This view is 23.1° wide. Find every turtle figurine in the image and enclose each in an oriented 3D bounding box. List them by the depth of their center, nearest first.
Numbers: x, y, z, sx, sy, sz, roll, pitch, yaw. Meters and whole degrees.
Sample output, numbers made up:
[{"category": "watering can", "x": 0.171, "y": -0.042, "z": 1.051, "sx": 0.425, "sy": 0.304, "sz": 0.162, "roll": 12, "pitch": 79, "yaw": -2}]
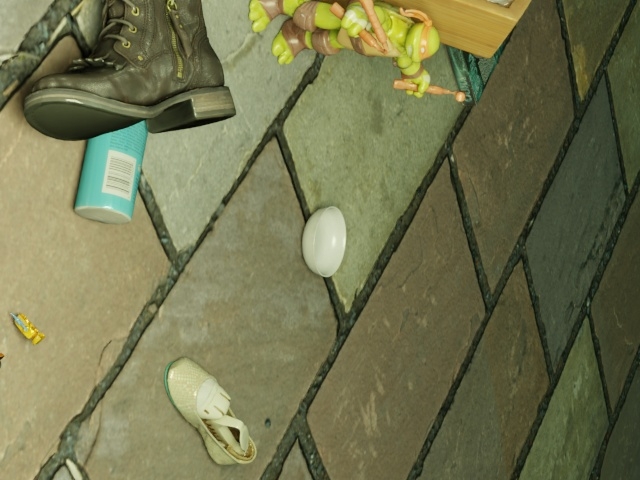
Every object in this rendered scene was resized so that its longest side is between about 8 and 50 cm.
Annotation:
[{"category": "turtle figurine", "x": 0.037, "y": -0.226, "z": 1.648, "sx": 0.269, "sy": 0.217, "sz": 0.087, "roll": 28, "pitch": 77, "yaw": -61}]

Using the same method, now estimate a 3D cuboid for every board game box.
[{"category": "board game box", "x": 0.207, "y": -0.297, "z": 2.175, "sx": 0.126, "sy": 0.026, "sz": 0.186, "roll": -62, "pitch": 146, "yaw": -35}]

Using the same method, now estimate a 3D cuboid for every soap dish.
[{"category": "soap dish", "x": 0.117, "y": -0.328, "z": 1.740, "sx": 0.118, "sy": 0.290, "sz": 0.229, "roll": 98, "pitch": 18, "yaw": -44}]

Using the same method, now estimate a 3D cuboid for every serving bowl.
[{"category": "serving bowl", "x": 0.000, "y": 0.000, "z": 1.836, "sx": 0.083, "sy": 0.027, "sz": 0.083, "roll": -23, "pitch": 117, "yaw": -59}]

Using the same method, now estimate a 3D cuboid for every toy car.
[{"category": "toy car", "x": -0.283, "y": 0.096, "z": 1.322, "sx": 0.040, "sy": 0.060, "sz": 0.122, "roll": 47, "pitch": 16, "yaw": 0}]

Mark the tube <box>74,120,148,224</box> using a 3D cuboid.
[{"category": "tube", "x": -0.182, "y": -0.120, "z": 1.443, "sx": 0.080, "sy": 0.052, "sz": 0.207, "roll": 36, "pitch": 59, "yaw": -59}]

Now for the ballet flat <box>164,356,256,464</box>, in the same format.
[{"category": "ballet flat", "x": -0.109, "y": 0.178, "z": 1.637, "sx": 0.057, "sy": 0.052, "sz": 0.168, "roll": -66, "pitch": 147, "yaw": -31}]

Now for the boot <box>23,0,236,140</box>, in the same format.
[{"category": "boot", "x": -0.179, "y": -0.210, "z": 1.380, "sx": 0.263, "sy": 0.091, "sz": 0.229, "roll": -9, "pitch": 87, "yaw": -56}]
